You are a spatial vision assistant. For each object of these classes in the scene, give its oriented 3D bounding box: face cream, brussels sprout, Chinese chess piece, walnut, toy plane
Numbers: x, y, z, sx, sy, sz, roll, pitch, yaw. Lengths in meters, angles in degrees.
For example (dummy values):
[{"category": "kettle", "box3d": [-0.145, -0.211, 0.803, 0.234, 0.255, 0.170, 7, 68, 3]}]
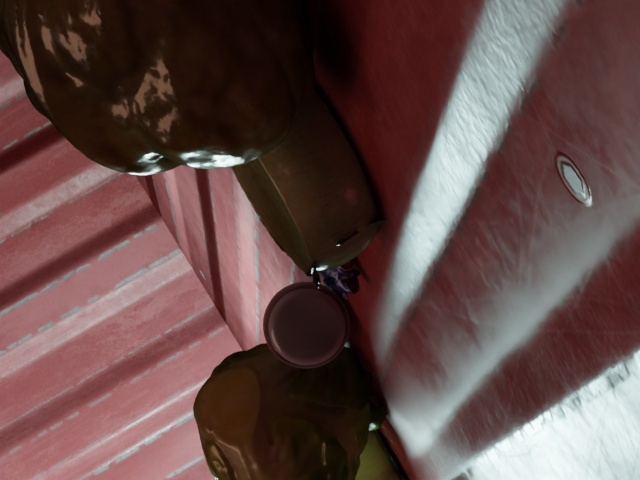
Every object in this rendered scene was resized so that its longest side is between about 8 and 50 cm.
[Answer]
[{"category": "face cream", "box3d": [-0.020, 0.113, 1.911, 0.117, 0.117, 0.104, 60, 178, -4]}, {"category": "brussels sprout", "box3d": [-0.037, 0.271, 2.030, 0.227, 0.259, 0.294, -2, 161, 43]}, {"category": "Chinese chess piece", "box3d": [0.051, 0.368, 2.336, 0.270, 0.112, 0.270, 58, 170, 17]}, {"category": "walnut", "box3d": [-0.148, -0.197, 1.247, 0.277, 0.282, 0.253, 59, -148, -37]}, {"category": "Chinese chess piece", "box3d": [-0.027, -0.073, 1.463, 0.237, 0.092, 0.237, 57, 169, 18]}, {"category": "toy plane", "box3d": [0.000, 0.000, 1.696, 0.167, 0.054, 0.062, 54, 144, 27]}]
